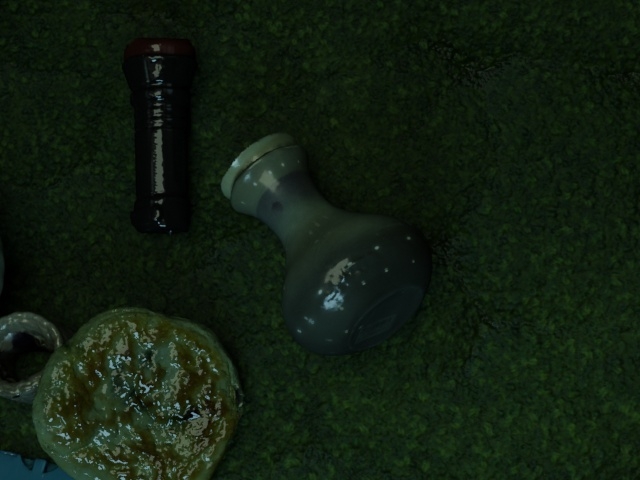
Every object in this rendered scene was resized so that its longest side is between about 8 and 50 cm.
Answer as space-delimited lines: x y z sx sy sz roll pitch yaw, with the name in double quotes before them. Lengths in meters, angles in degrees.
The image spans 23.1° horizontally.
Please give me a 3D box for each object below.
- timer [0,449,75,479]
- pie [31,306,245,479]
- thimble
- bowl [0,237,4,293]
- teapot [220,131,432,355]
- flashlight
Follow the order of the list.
"timer" -0.349 0.377 1.811 0.232 0.091 0.250 10 70 14
"pie" -0.203 0.189 1.773 0.240 0.054 0.240 0 90 -11
"thimble" -0.338 0.139 1.830 0.115 0.090 0.102 4 78 14
"bowl" -0.475 0.012 1.826 0.277 0.145 0.277 11 113 27
"teapot" 0.000 0.000 1.753 0.183 0.183 0.251 -41 63 2
"flashlight" -0.186 -0.121 1.852 0.093 0.093 0.232 -4 84 11
